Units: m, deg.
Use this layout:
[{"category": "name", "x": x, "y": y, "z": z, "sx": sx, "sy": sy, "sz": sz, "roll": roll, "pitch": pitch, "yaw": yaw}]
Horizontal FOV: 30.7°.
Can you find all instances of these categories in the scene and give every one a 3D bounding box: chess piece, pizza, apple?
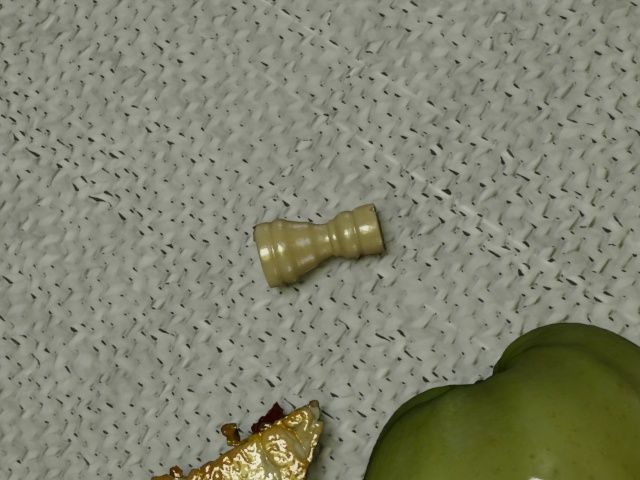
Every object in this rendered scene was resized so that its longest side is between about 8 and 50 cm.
[{"category": "chess piece", "x": 0.000, "y": 0.000, "z": 1.143, "sx": 0.122, "sy": 0.066, "sz": 0.066, "roll": -16, "pitch": 77, "yaw": 5}, {"category": "pizza", "x": -0.061, "y": 0.231, "z": 1.114, "sx": 0.154, "sy": 0.069, "sz": 0.194, "roll": 38, "pitch": 84, "yaw": 16}, {"category": "apple", "x": 0.203, "y": 0.270, "z": 1.039, "sx": 0.320, "sy": 0.311, "sz": 0.360, "roll": -15, "pitch": 75, "yaw": -36}]
